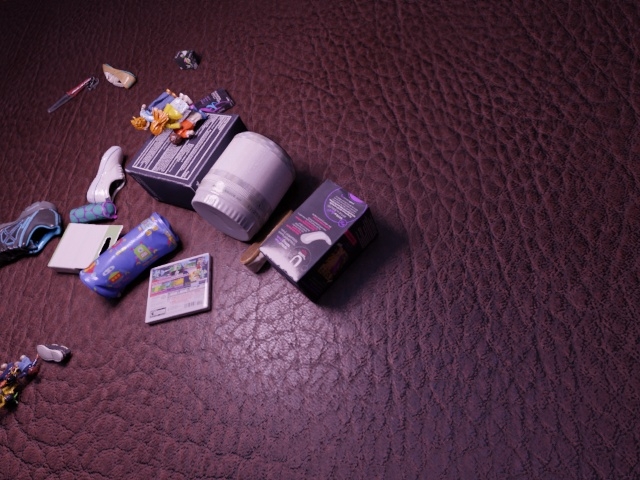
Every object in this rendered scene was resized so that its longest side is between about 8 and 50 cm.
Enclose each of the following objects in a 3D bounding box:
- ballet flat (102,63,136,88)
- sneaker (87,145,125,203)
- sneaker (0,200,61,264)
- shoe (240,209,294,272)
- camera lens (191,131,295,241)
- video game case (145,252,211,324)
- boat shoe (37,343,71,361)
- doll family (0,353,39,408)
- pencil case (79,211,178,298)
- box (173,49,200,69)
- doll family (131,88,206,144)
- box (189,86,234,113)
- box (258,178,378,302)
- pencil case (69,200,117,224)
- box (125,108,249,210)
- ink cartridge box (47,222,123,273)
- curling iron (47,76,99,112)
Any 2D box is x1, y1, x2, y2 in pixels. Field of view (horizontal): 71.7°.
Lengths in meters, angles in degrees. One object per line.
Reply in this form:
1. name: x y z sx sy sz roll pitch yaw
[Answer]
1. ballet flat: -0.928 -0.742 2.003 0.232 0.080 0.073 27 86 32
2. sneaker: -0.766 -0.236 1.638 0.091 0.094 0.258 8 63 -1
3. sneaker: -1.078 0.003 1.567 0.341 0.125 0.139 -40 60 -4
4. shoe: -0.145 0.000 1.293 0.219 0.058 0.076 -50 26 -19
5. camera lens: -0.220 -0.164 1.312 0.219 0.219 0.274 20 68 28
6. video game case: -0.419 0.142 1.315 0.201 0.023 0.183 -15 56 11
7. boat shoe: -0.796 0.330 1.319 0.125 0.046 0.038 -2 14 29
8. doll family: -0.894 0.412 1.278 0.111 0.076 0.193 4 64 43
9. pencil case: -0.580 0.052 1.366 0.306 0.133 0.119 -42 21 -10
10. box: -0.574 -0.778 1.907 0.083 0.062 0.052 6 64 21
11. doll family: -0.504 -0.399 1.397 0.263 0.118 0.163 28 71 31
12. box: -0.426 -0.521 1.719 0.162 0.029 0.116 -32 55 -4
13. box: 0.000 0.000 1.182 0.270 0.143 0.165 -45 57 -11
14. pencil case: -0.802 -0.094 1.564 0.152 0.070 0.064 -11 31 16
15. box: -0.414 -0.265 1.464 0.294 0.182 0.296 15 66 28
16. ink cartridge box: -0.776 0.028 1.488 0.235 0.056 0.171 3 61 17
17. curling iron: -1.157 -0.680 2.065 0.274 0.035 0.068 -33 55 -3
